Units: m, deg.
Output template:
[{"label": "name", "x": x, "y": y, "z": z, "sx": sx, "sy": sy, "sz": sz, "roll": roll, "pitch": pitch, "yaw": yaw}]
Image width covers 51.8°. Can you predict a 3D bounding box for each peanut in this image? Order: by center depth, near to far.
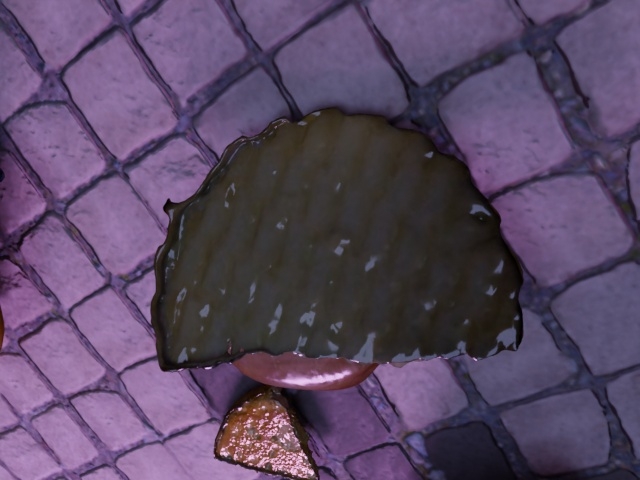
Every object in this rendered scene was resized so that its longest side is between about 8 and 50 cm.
[{"label": "peanut", "x": -0.018, "y": 0.081, "z": 0.528, "sx": 0.152, "sy": 0.076, "sz": 0.076, "roll": -2, "pitch": 114, "yaw": 27}]

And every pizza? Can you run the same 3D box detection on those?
[{"label": "pizza", "x": -0.043, "y": 0.192, "z": 0.619, "sx": 0.109, "sy": 0.026, "sz": 0.123, "roll": 41, "pitch": 121, "yaw": 3}]

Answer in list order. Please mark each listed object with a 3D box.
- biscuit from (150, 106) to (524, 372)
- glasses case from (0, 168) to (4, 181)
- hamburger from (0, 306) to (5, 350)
[{"label": "biscuit", "x": 0.000, "y": 0.000, "z": 0.466, "sx": 0.274, "sy": 0.036, "sz": 0.187, "roll": -3, "pitch": 86, "yaw": 21}, {"label": "glasses case", "x": -0.319, "y": -0.051, "z": 0.601, "sx": 0.083, "sy": 0.023, "sz": 0.033, "roll": -30, "pitch": 104, "yaw": 29}, {"label": "hamburger", "x": -0.406, "y": 0.039, "z": 0.575, "sx": 0.261, "sy": 0.186, "sz": 0.302, "roll": 42, "pitch": 141, "yaw": 0}]
